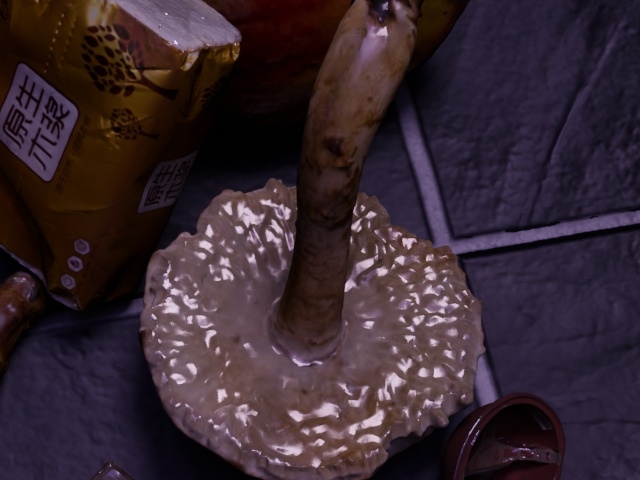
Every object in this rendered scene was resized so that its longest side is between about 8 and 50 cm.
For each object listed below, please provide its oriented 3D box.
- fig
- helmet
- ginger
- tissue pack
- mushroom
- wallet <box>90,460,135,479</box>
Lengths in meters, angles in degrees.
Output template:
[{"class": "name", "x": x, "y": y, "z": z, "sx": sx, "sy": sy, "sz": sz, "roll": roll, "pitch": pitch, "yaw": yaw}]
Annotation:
[{"class": "fig", "x": -0.029, "y": -0.191, "z": 1.103, "sx": 0.263, "sy": 0.224, "sz": 0.224, "roll": 18, "pitch": 62, "yaw": -15}, {"class": "helmet", "x": 0.110, "y": 0.154, "z": 1.017, "sx": 0.089, "sy": 0.057, "sz": 0.111, "roll": 45, "pitch": 67, "yaw": -28}, {"class": "ginger", "x": -0.264, "y": 0.070, "z": 1.034, "sx": 0.103, "sy": 0.073, "sz": 0.162, "roll": 35, "pitch": 53, "yaw": -4}, {"class": "tissue pack", "x": -0.168, "y": -0.089, "z": 1.030, "sx": 0.183, "sy": 0.226, "sz": 0.092, "roll": 40, "pitch": 31, "yaw": 21}, {"class": "mushroom", "x": -0.025, "y": 0.002, "z": 0.973, "sx": 0.208, "sy": 0.301, "sz": 0.233, "roll": 8, "pitch": 43, "yaw": 38}, {"class": "wallet", "x": -0.089, "y": 0.257, "z": 0.964, "sx": 0.230, "sy": 0.042, "sz": 0.124, "roll": 37, "pitch": 70, "yaw": 15}]
